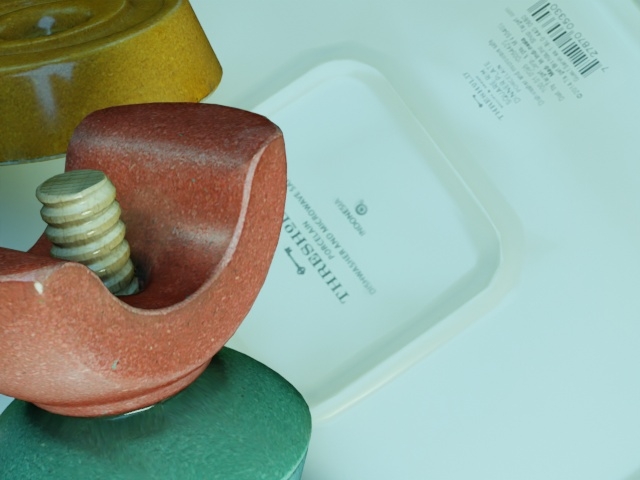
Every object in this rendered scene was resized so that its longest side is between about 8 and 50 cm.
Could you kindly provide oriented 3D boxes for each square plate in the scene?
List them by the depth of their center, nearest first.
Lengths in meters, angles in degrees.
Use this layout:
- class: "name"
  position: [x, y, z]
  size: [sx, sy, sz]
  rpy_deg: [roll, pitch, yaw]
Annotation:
- class: "square plate"
  position: [0.000, 0.000, 0.608]
  size: [0.344, 0.049, 0.347]
  rpy_deg: [-35, 76, -5]

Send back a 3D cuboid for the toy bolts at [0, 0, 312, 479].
- class: "toy bolts"
  position: [-0.078, 0.036, 0.510]
  size: [0.228, 0.159, 0.218]
  rpy_deg: [14, 33, 43]
